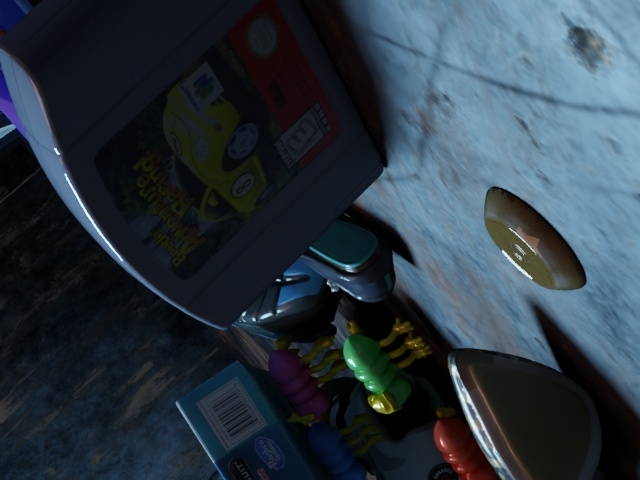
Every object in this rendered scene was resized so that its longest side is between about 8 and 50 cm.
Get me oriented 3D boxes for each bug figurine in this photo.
[{"bbox_3d":[0.051,0.177,1.449,0.279,0.072,0.216,-12,120,50],"label":"bug figurine"}]

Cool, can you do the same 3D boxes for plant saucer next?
[{"bbox_3d":[0.127,0.004,0.900,0.083,0.015,0.083,45,171,9],"label":"plant saucer"}]

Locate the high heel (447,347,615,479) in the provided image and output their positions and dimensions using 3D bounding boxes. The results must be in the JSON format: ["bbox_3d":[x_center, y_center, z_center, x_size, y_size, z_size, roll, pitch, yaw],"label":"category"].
[{"bbox_3d":[0.156,0.159,1.153,0.261,0.093,0.186,41,167,-21],"label":"high heel"}]

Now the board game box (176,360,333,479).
[{"bbox_3d":[-0.031,0.261,1.573,0.253,0.079,0.336,57,179,8],"label":"board game box"}]

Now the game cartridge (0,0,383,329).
[{"bbox_3d":[-0.078,-0.071,0.956,0.060,0.196,0.294,40,169,40],"label":"game cartridge"}]

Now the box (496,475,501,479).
[{"bbox_3d":[0.271,0.312,1.399,0.231,0.056,0.183,48,171,-2],"label":"box"}]

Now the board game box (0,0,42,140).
[{"bbox_3d":[-0.235,-0.158,1.391,0.347,0.078,0.233,51,-166,-23],"label":"board game box"}]

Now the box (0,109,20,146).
[{"bbox_3d":[-0.420,-0.226,1.456,0.312,0.179,0.343,57,-168,-5],"label":"box"}]

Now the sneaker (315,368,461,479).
[{"bbox_3d":[0.079,0.193,1.651,0.330,0.122,0.146,32,138,62],"label":"sneaker"}]

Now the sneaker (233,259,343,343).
[{"bbox_3d":[-0.028,0.045,1.561,0.140,0.125,0.341,21,173,-14],"label":"sneaker"}]

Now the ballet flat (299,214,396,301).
[{"bbox_3d":[0.000,0.000,1.296,0.203,0.074,0.074,33,163,48],"label":"ballet flat"}]
